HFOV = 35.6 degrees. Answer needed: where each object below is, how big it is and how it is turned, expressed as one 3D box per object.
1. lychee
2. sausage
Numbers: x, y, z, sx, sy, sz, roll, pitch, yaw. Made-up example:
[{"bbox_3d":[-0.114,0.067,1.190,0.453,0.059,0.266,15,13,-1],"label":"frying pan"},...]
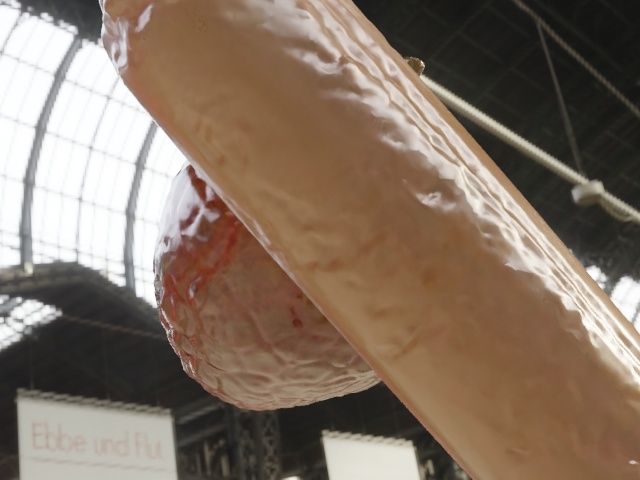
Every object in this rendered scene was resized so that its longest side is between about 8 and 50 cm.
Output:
[{"bbox_3d":[0.000,0.000,0.763,0.255,0.255,0.300,7,-44,-34],"label":"lychee"},{"bbox_3d":[0.033,-0.001,0.369,0.086,0.289,0.086,-42,1,1],"label":"sausage"}]
